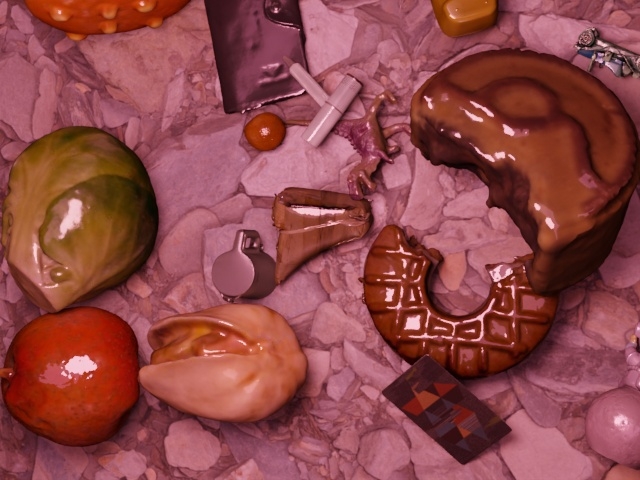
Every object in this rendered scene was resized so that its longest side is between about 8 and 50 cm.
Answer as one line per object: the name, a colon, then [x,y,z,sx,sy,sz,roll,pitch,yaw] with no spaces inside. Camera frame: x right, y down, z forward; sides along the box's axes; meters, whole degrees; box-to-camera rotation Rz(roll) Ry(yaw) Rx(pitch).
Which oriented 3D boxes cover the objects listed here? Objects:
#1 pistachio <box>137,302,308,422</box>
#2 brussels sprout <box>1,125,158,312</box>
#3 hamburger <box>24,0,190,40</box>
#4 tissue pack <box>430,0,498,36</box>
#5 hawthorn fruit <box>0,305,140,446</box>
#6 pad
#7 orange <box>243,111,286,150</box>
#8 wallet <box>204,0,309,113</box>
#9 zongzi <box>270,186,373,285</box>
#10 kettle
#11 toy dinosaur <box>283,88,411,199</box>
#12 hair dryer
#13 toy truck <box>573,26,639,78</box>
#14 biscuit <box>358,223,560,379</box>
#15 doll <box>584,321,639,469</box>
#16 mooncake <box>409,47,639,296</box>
pistachio: [-0.182,0.231,1.702,0.321,0.238,0.229,2,53,8]
brussels sprout: [-0.468,-0.034,1.748,0.281,0.289,0.355,20,63,13]
hamburger: [-0.399,-0.560,1.716,0.395,0.395,0.278,-19,82,12]
tissue pack: [0.263,-0.473,1.687,0.123,0.127,0.178,-14,84,5]
hawthorn fruit: [-0.501,0.257,1.740,0.277,0.298,0.277,-10,77,52]
pad: [0.229,0.313,1.652,0.211,0.003,0.143,41,124,-3]
orange: [-0.110,-0.217,1.790,0.085,0.085,0.085,-1,87,14]
wallet: [-0.136,-0.448,1.820,0.197,0.051,0.378,-12,86,13]
zongzi: [0.000,0.000,1.743,0.194,0.099,0.198,6,101,8]
kettle: [-0.139,0.055,1.742,0.098,0.148,0.127,43,96,13]
toy dinosaur: [0.067,-0.207,1.740,0.199,0.072,0.251,-36,70,1]
hair dryer: [-0.031,-0.288,1.752,0.183,0.044,0.155,37,90,20]
toy truck: [0.532,-0.327,1.639,0.154,0.080,0.078,28,115,14]
biscuit: [0.248,0.122,1.662,0.366,0.115,0.268,8,88,15]
doll: [0.568,0.250,1.565,0.150,0.151,0.287,25,90,14]
mooncake: [0.337,-0.131,1.545,0.393,0.246,0.393,11,63,9]
